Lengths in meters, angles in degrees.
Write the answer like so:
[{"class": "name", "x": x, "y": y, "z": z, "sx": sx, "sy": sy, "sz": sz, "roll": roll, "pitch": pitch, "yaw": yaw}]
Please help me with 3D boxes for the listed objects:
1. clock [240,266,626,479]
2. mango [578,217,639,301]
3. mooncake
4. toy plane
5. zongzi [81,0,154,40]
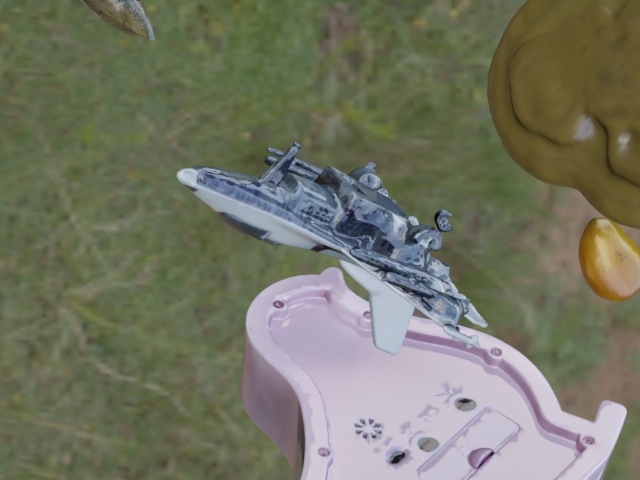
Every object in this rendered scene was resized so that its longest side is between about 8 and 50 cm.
[{"class": "clock", "x": 0.027, "y": 0.159, "z": 1.336, "sx": 0.290, "sy": 0.275, "sz": 0.080, "roll": -40, "pitch": 150, "yaw": -42}, {"class": "mango", "x": 0.274, "y": 0.017, "z": 1.845, "sx": 0.060, "sy": 0.046, "sz": 0.089, "roll": -25, "pitch": 109, "yaw": -7}, {"class": "mooncake", "x": 0.257, "y": -0.131, "z": 1.564, "sx": 0.117, "sy": 0.235, "sz": 0.235, "roll": -3, "pitch": 96, "yaw": -55}, {"class": "toy plane", "x": 0.014, "y": -0.009, "z": 1.008, "sx": 0.082, "sy": 0.160, "sz": 0.234, "roll": -45, "pitch": 142, "yaw": 3}, {"class": "zongzi", "x": -0.177, "y": -0.200, "z": 1.630, "sx": 0.076, "sy": 0.083, "sz": 0.040, "roll": 38, "pitch": 99, "yaw": -30}]
